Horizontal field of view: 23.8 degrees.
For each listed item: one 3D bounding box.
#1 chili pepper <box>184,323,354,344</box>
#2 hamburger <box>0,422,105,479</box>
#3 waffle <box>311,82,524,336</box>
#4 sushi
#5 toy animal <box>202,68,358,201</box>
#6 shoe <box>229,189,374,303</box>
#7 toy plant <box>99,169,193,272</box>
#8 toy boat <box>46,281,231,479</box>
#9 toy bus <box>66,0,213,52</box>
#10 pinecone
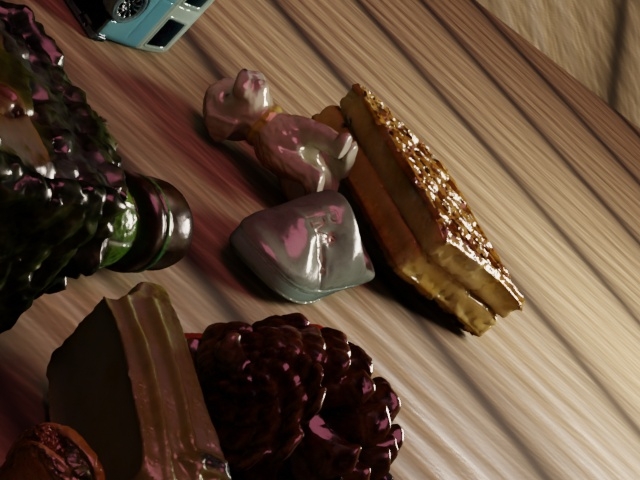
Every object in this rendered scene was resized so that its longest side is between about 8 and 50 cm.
[{"bbox_3d":[-0.053,0.106,1.377,0.272,0.071,0.063,3,84,-53],"label":"chili pepper"},{"bbox_3d":[-0.181,0.163,1.003,0.076,0.083,0.044,48,31,11],"label":"hamburger"},{"bbox_3d":[0.122,-0.037,1.881,0.213,0.091,0.308,38,19,-43],"label":"waffle"},{"bbox_3d":[-0.296,-0.081,1.132,0.294,0.178,0.352,27,23,-43],"label":"sushi"},{"bbox_3d":[-0.056,-0.109,1.783,0.185,0.104,0.184,28,-15,9],"label":"toy animal"},{"bbox_3d":[0.000,0.000,1.621,0.103,0.100,0.251,51,19,17],"label":"shoe"},{"bbox_3d":[-0.186,-0.018,1.330,0.093,0.093,0.162,53,23,24],"label":"toy plant"},{"bbox_3d":[-0.134,0.142,1.091,0.084,0.111,0.276,20,34,-36],"label":"toy boat"},{"bbox_3d":[-0.164,-0.351,1.761,0.165,0.271,0.133,16,34,-56],"label":"toy bus"},{"bbox_3d":[-0.021,0.147,1.200,0.212,0.169,0.185,23,24,-39],"label":"pinecone"}]
